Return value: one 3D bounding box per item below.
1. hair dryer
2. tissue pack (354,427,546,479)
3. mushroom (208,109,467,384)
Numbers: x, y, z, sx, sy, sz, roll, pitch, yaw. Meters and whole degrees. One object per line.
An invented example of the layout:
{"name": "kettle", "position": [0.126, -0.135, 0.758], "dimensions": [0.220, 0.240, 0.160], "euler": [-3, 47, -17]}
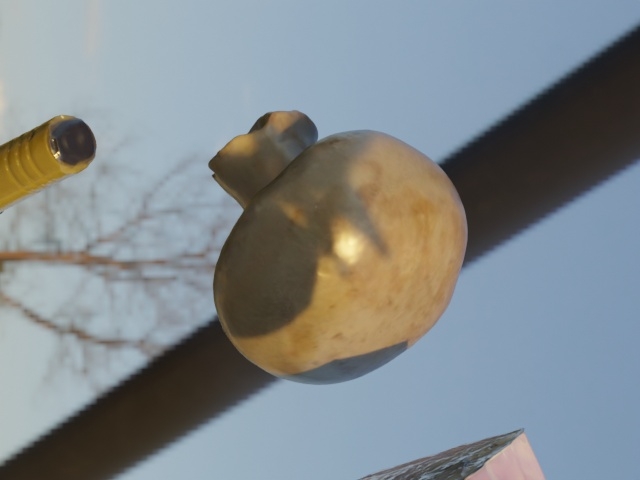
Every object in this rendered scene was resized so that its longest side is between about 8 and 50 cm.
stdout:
{"name": "hair dryer", "position": [-0.261, -0.037, 1.302], "dimensions": [0.278, 0.135, 0.090], "euler": [-21, -139, 45]}
{"name": "tissue pack", "position": [0.136, 0.372, 1.705], "dimensions": [0.242, 0.160, 0.338], "euler": [-20, -85, 35]}
{"name": "mushroom", "position": [0.000, 0.000, 2.003], "dimensions": [0.290, 0.297, 0.297], "euler": [44, -42, 35]}
